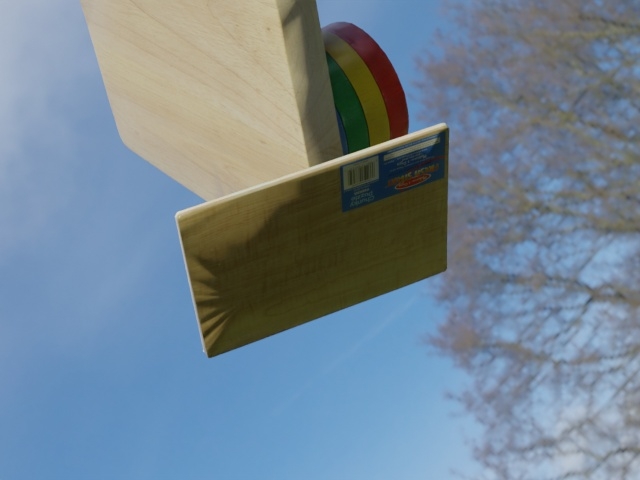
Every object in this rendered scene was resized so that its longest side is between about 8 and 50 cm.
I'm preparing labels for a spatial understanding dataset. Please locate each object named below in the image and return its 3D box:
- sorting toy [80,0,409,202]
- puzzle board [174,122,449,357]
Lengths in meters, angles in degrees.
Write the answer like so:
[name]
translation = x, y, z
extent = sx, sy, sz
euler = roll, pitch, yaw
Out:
[sorting toy]
translation = -0.054, -0.144, 0.726
extent = 0.089, 0.257, 0.256
euler = -29, -53, -25
[puzzle board]
translation = 0.000, 0.000, 0.560
extent = 0.128, 0.011, 0.096
euler = -20, -42, -13
